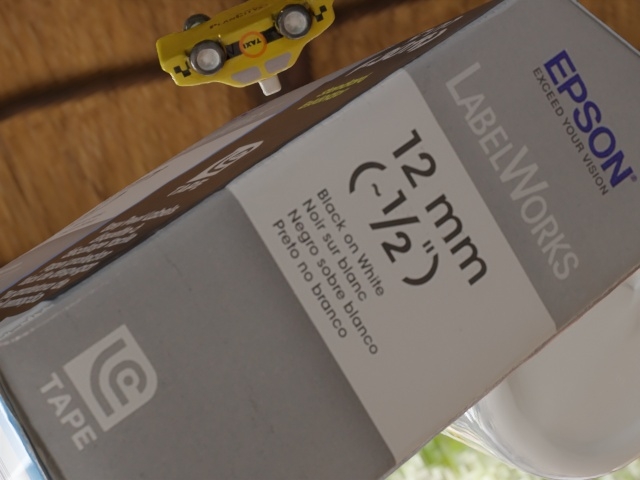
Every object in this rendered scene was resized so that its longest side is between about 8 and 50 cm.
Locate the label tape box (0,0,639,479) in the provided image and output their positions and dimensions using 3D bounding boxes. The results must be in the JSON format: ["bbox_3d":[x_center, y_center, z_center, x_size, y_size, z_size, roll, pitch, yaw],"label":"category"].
[{"bbox_3d":[0.000,0.000,0.633,0.347,0.115,0.249,-37,10,-27],"label":"label tape box"}]

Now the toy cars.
[{"bbox_3d":[-0.004,-0.253,1.733,0.393,0.176,0.087,-44,-57,-35],"label":"toy cars"}]

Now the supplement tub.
[{"bbox_3d":[0.132,0.060,1.353,0.207,0.207,0.338,-20,15,-20],"label":"supplement tub"}]
